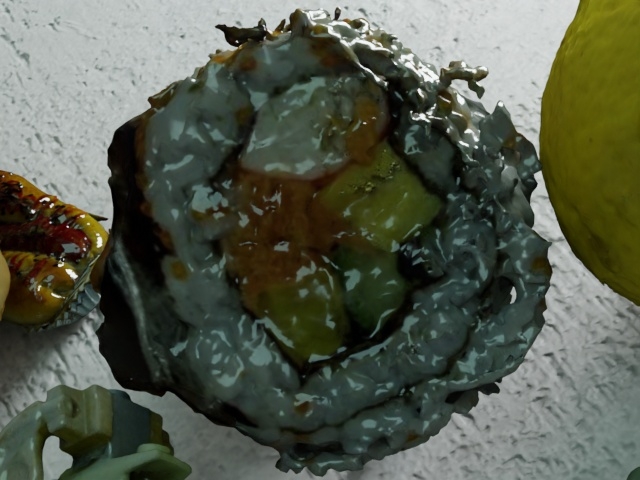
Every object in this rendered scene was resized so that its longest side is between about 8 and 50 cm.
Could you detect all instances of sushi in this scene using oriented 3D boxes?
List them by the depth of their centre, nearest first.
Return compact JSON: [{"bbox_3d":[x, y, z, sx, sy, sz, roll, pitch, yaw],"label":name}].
[{"bbox_3d":[0.005,0.000,1.349,0.417,0.176,0.417,0,91,11],"label":"sushi"}]

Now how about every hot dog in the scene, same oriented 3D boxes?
[{"bbox_3d":[-0.330,0.007,1.643,0.270,0.082,0.162,19,64,30],"label":"hot dog"}]

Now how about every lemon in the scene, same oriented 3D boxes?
[{"bbox_3d":[0.354,-0.107,1.296,0.350,0.350,0.387,-1,63,20],"label":"lemon"}]

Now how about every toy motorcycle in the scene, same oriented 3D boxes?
[{"bbox_3d":[-0.279,0.261,1.364,0.410,0.169,0.237,-17,58,27],"label":"toy motorcycle"}]

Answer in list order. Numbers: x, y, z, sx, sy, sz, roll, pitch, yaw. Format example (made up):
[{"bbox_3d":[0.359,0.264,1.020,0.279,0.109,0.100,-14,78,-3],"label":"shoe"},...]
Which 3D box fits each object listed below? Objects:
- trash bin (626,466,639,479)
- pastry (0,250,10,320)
[{"bbox_3d":[0.272,0.351,1.105,0.223,0.158,0.343,9,52,25],"label":"trash bin"},{"bbox_3d":[-0.497,0.031,1.535,0.409,0.245,0.409,-12,68,33],"label":"pastry"}]
